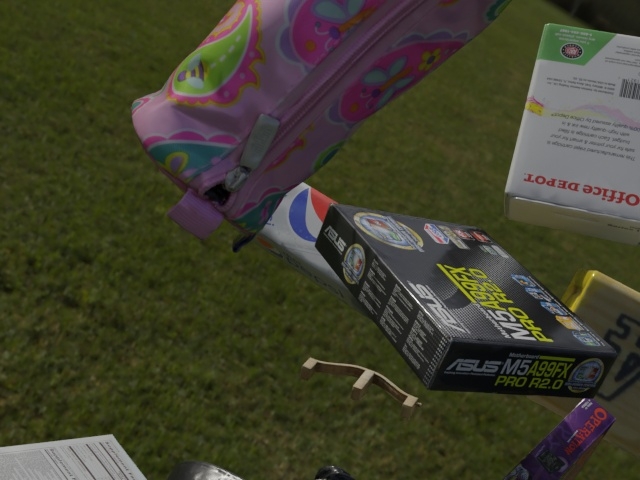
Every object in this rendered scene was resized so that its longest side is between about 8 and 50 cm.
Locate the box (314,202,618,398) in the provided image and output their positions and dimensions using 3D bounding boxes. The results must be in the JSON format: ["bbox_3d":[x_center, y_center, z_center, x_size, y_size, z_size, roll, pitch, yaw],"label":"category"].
[{"bbox_3d":[0.144,0.059,1.007,0.216,0.060,0.270,9,24,-30],"label":"box"}]

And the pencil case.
[{"bbox_3d":[0.012,-0.123,0.575,0.124,0.284,0.124,46,10,-11],"label":"pencil case"}]

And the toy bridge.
[{"bbox_3d":[0.066,0.220,1.464,0.188,0.026,0.063,18,26,18],"label":"toy bridge"}]

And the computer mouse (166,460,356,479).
[{"bbox_3d":[-0.055,0.263,0.823,0.272,0.188,0.072,1,32,43],"label":"computer mouse"}]

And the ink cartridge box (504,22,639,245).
[{"bbox_3d":[0.392,-0.152,1.382,0.201,0.278,0.117,12,-15,13],"label":"ink cartridge box"}]

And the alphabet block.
[{"bbox_3d":[0.406,0.166,1.313,0.197,0.193,0.192,28,2,9],"label":"alphabet block"}]

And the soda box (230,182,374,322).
[{"bbox_3d":[0.000,0.000,1.254,0.286,0.091,0.098,32,-12,25],"label":"soda box"}]

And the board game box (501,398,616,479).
[{"bbox_3d":[0.236,0.345,1.187,0.056,0.347,0.208,38,59,22],"label":"board game box"}]

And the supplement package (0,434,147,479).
[{"bbox_3d":[-0.323,0.368,1.087,0.198,0.199,0.263,44,18,27],"label":"supplement package"}]
